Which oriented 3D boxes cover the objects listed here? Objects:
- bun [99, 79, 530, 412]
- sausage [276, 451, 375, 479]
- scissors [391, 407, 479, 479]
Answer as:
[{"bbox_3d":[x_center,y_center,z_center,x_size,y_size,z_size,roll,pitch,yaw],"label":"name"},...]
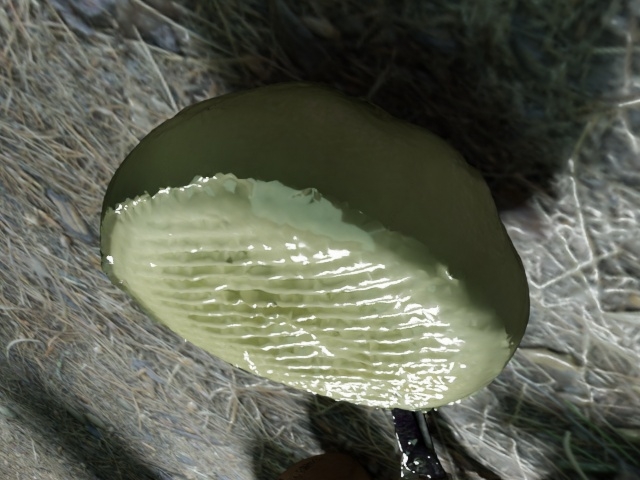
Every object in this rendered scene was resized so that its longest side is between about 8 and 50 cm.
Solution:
[{"bbox_3d":[0.000,0.000,0.541,0.287,0.146,0.287,18,153,9],"label":"bun"},{"bbox_3d":[0.046,0.339,0.916,0.123,0.123,0.252,-7,127,45],"label":"sausage"},{"bbox_3d":[0.099,0.222,0.784,0.160,0.024,0.317,-8,120,12],"label":"scissors"}]
